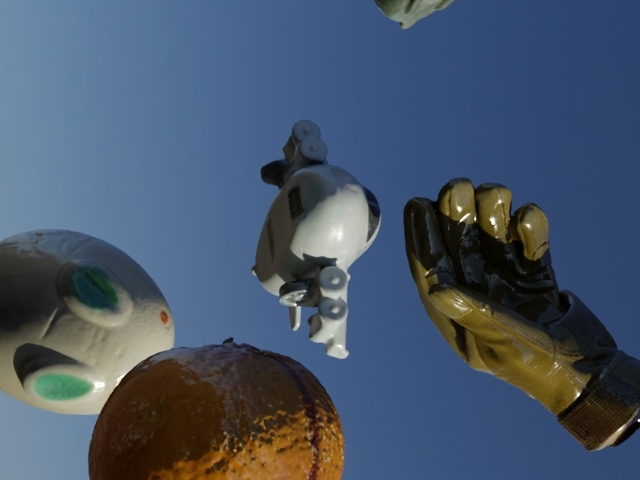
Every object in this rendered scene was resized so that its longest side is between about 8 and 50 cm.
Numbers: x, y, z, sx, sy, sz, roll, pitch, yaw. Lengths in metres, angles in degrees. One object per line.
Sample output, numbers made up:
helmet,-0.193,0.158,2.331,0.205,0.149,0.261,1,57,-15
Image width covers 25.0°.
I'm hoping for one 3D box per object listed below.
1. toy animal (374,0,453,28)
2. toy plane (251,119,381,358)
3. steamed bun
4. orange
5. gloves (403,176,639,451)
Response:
toy animal,0.080,-0.379,1.776,0.236,0.108,0.138,56,-42,10
toy plane,-0.005,0.000,1.584,0.267,0.123,0.267,176,-90,-77
steamed bun,-0.256,0.079,1.412,0.228,0.131,0.177,24,-89,23
orange,-0.076,0.153,1.082,0.193,0.193,0.161,180,-86,-69
gloves,0.205,0.074,1.471,0.331,0.154,0.141,45,-15,-5
